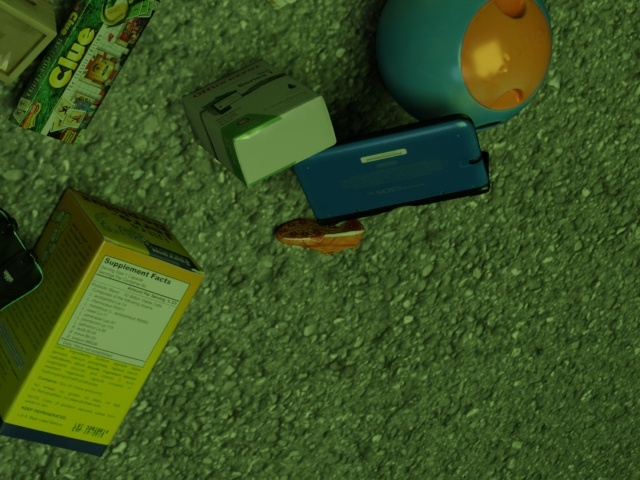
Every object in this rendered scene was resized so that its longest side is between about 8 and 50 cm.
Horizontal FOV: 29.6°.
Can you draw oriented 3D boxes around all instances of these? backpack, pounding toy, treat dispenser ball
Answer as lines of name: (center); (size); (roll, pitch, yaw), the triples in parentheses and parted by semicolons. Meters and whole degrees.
backpack: (-0.539, 0.046, 1.807); (0.188, 0.144, 0.165); (-48, 135, -29)
pounding toy: (-0.440, -0.293, 1.685); (0.130, 0.100, 0.141); (-40, 135, 24)
treat dispenser ball: (0.234, -0.320, 1.981); (0.288, 0.288, 0.288); (-14, 122, -24)

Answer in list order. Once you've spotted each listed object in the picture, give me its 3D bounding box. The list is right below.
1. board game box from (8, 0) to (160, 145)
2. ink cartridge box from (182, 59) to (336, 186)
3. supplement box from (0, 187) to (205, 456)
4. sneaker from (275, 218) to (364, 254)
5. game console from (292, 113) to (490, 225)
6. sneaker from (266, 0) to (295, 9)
board game box: (-0.348, -0.269, 1.799); (0.259, 0.030, 0.136); (-58, 149, 9)
ink cartridge box: (-0.101, -0.189, 1.901); (0.160, 0.219, 0.092); (-28, 124, -16)
supplement box: (-0.376, 0.132, 1.928); (0.194, 0.195, 0.356); (23, 103, -38)
sneaker: (0.000, 0.000, 2.167); (0.175, 0.064, 0.067); (0, 125, -28)
game console: (0.121, -0.140, 1.995); (0.293, 0.173, 0.250); (-12, 139, 11)
sneaker: (-0.110, -0.410, 1.842); (0.293, 0.108, 0.169); (-32, 125, -14)
